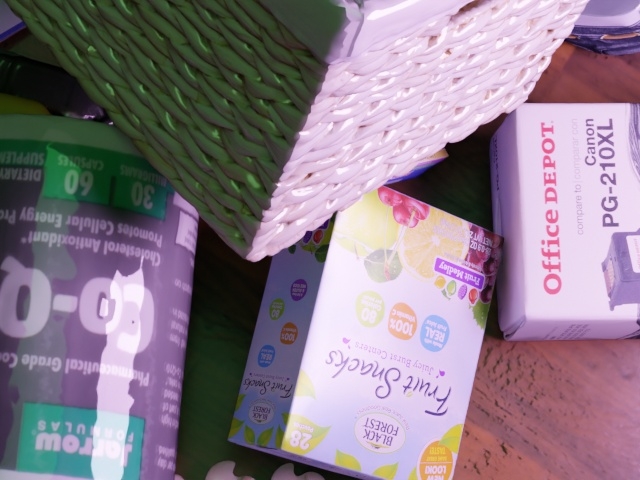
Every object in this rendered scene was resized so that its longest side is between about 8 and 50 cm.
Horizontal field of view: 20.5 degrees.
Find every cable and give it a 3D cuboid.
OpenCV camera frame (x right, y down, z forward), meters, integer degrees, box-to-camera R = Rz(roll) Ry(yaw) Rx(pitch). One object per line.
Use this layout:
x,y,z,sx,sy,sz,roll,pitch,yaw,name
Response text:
-0.169,-0.088,1.376,0.287,0.139,0.072,17,98,-20,cable

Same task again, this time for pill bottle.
-0.199,0.107,1.266,0.204,0.204,0.361,5,78,-3,pill bottle

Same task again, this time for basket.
-0.004,-0.218,1.200,0.328,0.266,0.331,-31,67,-35,basket

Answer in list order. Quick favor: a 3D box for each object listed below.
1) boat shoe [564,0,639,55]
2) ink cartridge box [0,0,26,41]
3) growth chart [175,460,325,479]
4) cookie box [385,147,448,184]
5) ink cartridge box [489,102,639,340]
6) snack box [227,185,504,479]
0.185,-0.189,1.427,0.183,0.083,0.065,13,76,26,boat shoe
-0.321,-0.282,1.338,0.303,0.307,0.072,-33,38,-15,ink cartridge box
-0.006,0.252,1.327,0.237,0.021,0.172,5,63,-3,growth chart
0.041,-0.099,1.382,0.040,0.092,0.107,-31,81,35,cookie box
0.259,-0.014,1.373,0.237,0.100,0.172,-1,78,-4,ink cartridge box
0.038,0.071,1.310,0.174,0.070,0.207,20,79,-39,snack box
